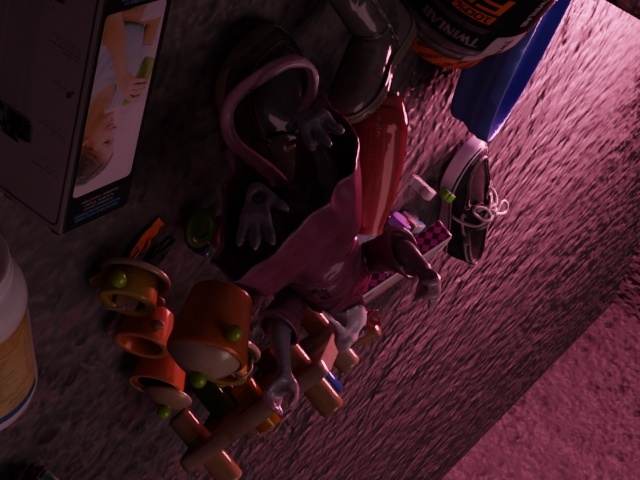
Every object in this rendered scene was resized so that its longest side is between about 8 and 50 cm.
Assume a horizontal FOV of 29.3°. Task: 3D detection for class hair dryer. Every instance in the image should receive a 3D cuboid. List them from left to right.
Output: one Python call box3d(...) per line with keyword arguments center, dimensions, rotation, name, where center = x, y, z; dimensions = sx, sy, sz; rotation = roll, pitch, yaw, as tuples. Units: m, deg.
box3d(center=(0.083, -0.136, 1.628), dimensions=(0.223, 0.080, 0.293), rotation=(79, 18, -58), name="hair dryer")

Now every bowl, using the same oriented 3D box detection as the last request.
box3d(center=(0.311, -0.337, 1.849), dimensions=(0.391, 0.077, 0.391), rotation=(-60, 171, -16), name="bowl")

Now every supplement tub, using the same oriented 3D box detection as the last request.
box3d(center=(-0.351, 0.085, 1.175), dimensions=(0.144, 0.144, 0.199), rotation=(-38, 152, -34), name="supplement tub")
box3d(center=(0.222, -0.361, 1.523), dimensions=(0.193, 0.193, 0.316), rotation=(-38, 173, -34), name="supplement tub")

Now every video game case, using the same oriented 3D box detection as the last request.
box3d(center=(0.088, 0.072, 2.014), dimensions=(0.232, 0.041, 0.210), rotation=(-33, 171, -23), name="video game case")

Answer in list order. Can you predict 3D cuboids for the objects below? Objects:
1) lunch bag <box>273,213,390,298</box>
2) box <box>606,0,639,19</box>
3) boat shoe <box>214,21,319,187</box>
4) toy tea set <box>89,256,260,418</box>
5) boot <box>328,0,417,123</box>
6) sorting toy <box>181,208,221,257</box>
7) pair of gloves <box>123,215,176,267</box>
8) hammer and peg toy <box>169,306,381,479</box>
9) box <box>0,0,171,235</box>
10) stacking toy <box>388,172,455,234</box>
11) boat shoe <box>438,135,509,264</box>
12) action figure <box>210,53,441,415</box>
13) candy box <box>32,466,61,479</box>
box3d(center=(0.000, 0.000, 1.815), dimensions=(0.219, 0.090, 0.176), rotation=(-16, 141, -54), name="lunch bag")
box3d(center=(0.355, -0.509, 1.495), dimensions=(0.097, 0.318, 0.394), rotation=(-37, 152, -37), name="box")
box3d(center=(-0.028, -0.135, 1.512), dimensions=(0.132, 0.130, 0.355), rotation=(-48, 157, -14), name="boat shoe")
box3d(center=(-0.179, 0.151, 1.523), dimensions=(0.336, 0.200, 0.124), rotation=(88, 14, -61), name="toy tea set")
box3d(center=(0.029, -0.264, 1.404), dimensions=(0.189, 0.076, 0.208), rotation=(-65, 148, -24), name="boot")
box3d(center=(-0.151, -0.012, 1.575), dimensions=(0.102, 0.042, 0.061), rotation=(14, 95, -53), name="sorting toy")
box3d(center=(-0.212, 0.013, 1.517), dimensions=(0.074, 0.010, 0.083), rotation=(-48, 157, -14), name="pair of gloves")
box3d(center=(-0.063, 0.195, 1.799), dimensions=(0.266, 0.127, 0.361), rotation=(-37, -175, 15), name="hammer and peg toy")
box3d(center=(-0.226, -0.170, 1.036), dimensions=(0.087, 0.169, 0.290), rotation=(-30, 146, -49), name="box")
box3d(center=(0.143, -0.032, 2.094), dimensions=(0.167, 0.052, 0.221), rotation=(-50, 166, 13), name="stacking toy")
box3d(center=(0.280, -0.063, 2.246), dimensions=(0.113, 0.105, 0.306), rotation=(-39, 153, -33), name="boat shoe")
box3d(center=(-0.020, 0.016, 1.431), dimensions=(0.248, 0.275, 0.370), rotation=(-29, 149, 0), name="action figure")
box3d(center=(-0.328, 0.497, 1.564), dimensions=(0.268, 0.317, 0.122), rotation=(-49, -175, -10), name="candy box")
